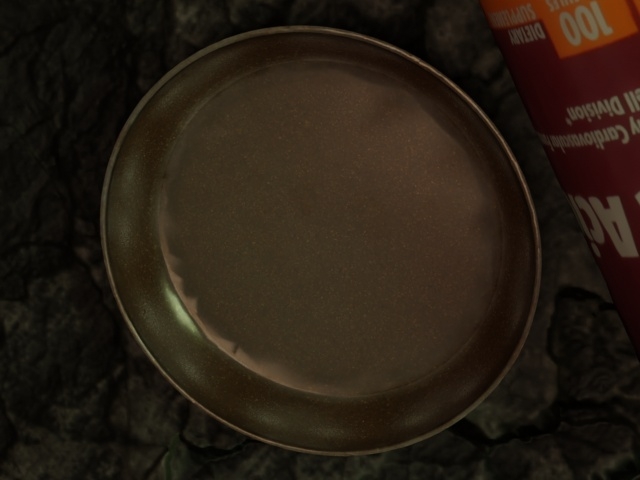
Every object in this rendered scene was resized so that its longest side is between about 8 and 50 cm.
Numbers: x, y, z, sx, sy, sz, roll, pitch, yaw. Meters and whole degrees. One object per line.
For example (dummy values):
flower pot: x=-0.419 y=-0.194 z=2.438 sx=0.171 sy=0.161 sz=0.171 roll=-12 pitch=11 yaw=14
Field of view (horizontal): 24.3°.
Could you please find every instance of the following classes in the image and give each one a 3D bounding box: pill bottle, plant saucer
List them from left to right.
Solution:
plant saucer: x=0.000 y=0.000 z=1.028 sx=0.310 sy=0.050 sz=0.311 roll=6 pitch=112 yaw=14
pill bottle: x=0.255 y=-0.037 z=0.844 sx=0.224 sy=0.224 sz=0.392 roll=-22 pitch=102 yaw=22
